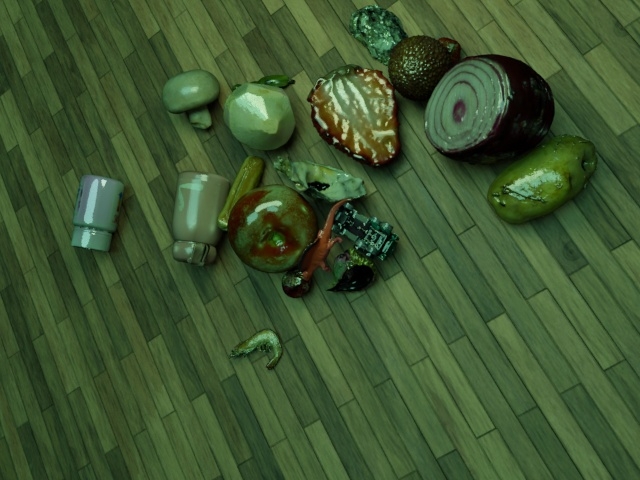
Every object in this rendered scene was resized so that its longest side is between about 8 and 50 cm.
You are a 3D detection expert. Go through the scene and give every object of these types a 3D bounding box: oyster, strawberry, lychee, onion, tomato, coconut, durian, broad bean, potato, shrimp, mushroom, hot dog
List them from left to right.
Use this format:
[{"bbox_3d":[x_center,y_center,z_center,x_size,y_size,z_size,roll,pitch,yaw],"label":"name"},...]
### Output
[{"bbox_3d":[-0.427,-0.473,1.936,0.204,0.204,0.205,-3,80,19],"label":"mushroom"},{"bbox_3d":[-0.255,-0.151,1.826,0.087,0.061,0.286,26,61,0],"label":"hot dog"},{"bbox_3d":[-0.198,0.356,1.786,0.178,0.034,0.124,-32,79,7],"label":"shrimp"},{"bbox_3d":[-0.191,-0.387,1.792,0.236,0.236,0.198,31,115,21],"label":"coconut"},{"bbox_3d":[-0.190,-0.521,1.910,0.213,0.070,0.048,-10,95,8],"label":"broad bean"},{"bbox_3d":[-0.146,-0.043,1.716,0.269,0.223,0.271,-4,114,-9],"label":"tomato"},{"bbox_3d":[-0.069,0.127,1.747,0.107,0.097,0.107,-34,35,28],"label":"onion"},{"bbox_3d":[-0.010,-0.175,1.730,0.274,0.271,0.101,13,108,-9],"label":"oyster"},{"bbox_3d":[0.101,0.076,1.683,0.118,0.187,0.108,12,53,-18],"label":"durian"},{"bbox_3d":[0.112,-0.364,1.739,0.265,0.149,0.336,-30,83,-6],"label":"strawberry"},{"bbox_3d":[0.186,-0.641,1.795,0.199,0.087,0.252,-7,68,15],"label":"oyster"},{"bbox_3d":[0.282,-0.488,1.629,0.194,0.194,0.195,-3,80,19],"label":"lychee"},{"bbox_3d":[0.369,-0.558,1.698,0.106,0.106,0.106,-3,80,19],"label":"strawberry"},{"bbox_3d":[0.465,-0.347,1.541,0.336,0.260,0.282,-19,74,57],"label":"onion"},{"bbox_3d":[0.598,-0.162,1.526,0.300,0.140,0.173,-34,65,13],"label":"potato"}]

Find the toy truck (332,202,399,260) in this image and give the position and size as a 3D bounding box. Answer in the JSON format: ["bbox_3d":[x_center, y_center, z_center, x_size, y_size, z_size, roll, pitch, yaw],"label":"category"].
[{"bbox_3d":[0.132,-0.021,1.687,0.215,0.116,0.110,32,92,29],"label":"toy truck"}]

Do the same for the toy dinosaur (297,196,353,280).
[{"bbox_3d":[-0.006,0.004,1.617,0.070,0.138,0.286,39,121,29],"label":"toy dinosaur"}]

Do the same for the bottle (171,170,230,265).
[{"bbox_3d":[-0.389,-0.066,1.833,0.173,0.206,0.297,11,83,-24],"label":"bottle"}]

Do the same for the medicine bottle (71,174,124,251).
[{"bbox_3d":[-0.785,-0.093,2.004,0.151,0.152,0.255,8,84,21],"label":"medicine bottle"}]
